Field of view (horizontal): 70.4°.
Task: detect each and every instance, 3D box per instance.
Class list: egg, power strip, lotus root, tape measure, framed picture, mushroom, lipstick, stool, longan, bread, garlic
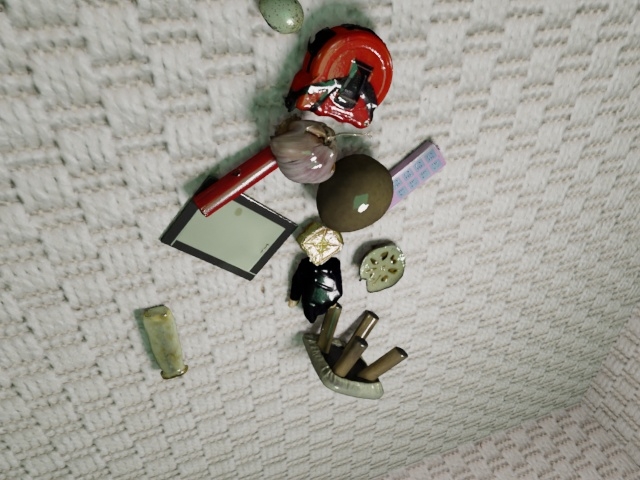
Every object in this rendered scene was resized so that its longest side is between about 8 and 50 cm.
[{"bbox_3d":[-0.092,-0.533,1.061,0.110,0.085,0.085,11,120,-26],"label":"egg"},{"bbox_3d":[0.288,-0.211,1.499,0.279,0.037,0.109,-39,131,8],"label":"power strip"},{"bbox_3d":[0.213,0.094,1.672,0.204,0.078,0.183,-8,114,-27],"label":"lotus root"},{"bbox_3d":[0.061,-0.428,1.187,0.253,0.114,0.260,10,120,-30],"label":"tape measure"},{"bbox_3d":[-0.274,-0.024,1.408,0.347,0.016,0.265,29,109,-36],"label":"framed picture"},{"bbox_3d":[-0.525,0.353,1.541,0.100,0.081,0.311,-14,125,-17],"label":"mushroom"},{"bbox_3d":[-0.227,-0.169,1.271,0.280,0.073,0.073,-36,131,-3],"label":"lipstick"},{"bbox_3d":[0.129,0.413,1.725,0.311,0.310,0.226,23,109,-36],"label":"stool"},{"bbox_3d":[0.102,-0.134,1.360,0.249,0.248,0.248,-12,128,-15],"label":"longan"},{"bbox_3d":[0.000,0.000,1.492,0.140,0.069,0.127,-39,118,-4],"label":"bread"},{"bbox_3d":[-0.009,-0.272,1.225,0.257,0.207,0.207,-29,131,-1],"label":"garlic"}]

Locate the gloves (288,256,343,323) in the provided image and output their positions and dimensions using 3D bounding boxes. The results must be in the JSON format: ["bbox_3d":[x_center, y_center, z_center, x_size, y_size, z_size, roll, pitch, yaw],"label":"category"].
[{"bbox_3d":[-0.019,0.184,1.604,0.198,0.152,0.300,4,141,4],"label":"gloves"}]
